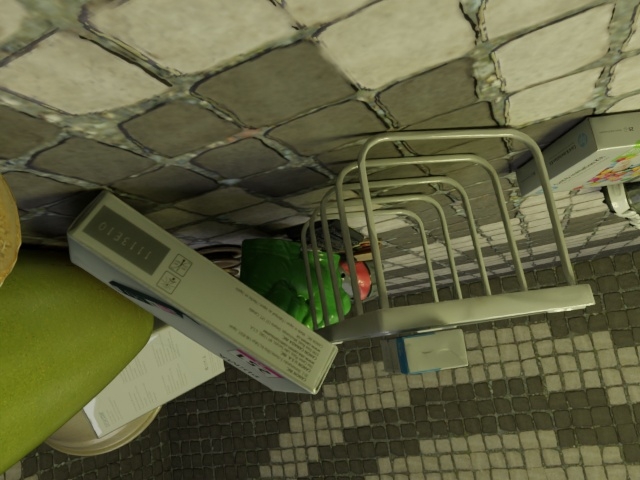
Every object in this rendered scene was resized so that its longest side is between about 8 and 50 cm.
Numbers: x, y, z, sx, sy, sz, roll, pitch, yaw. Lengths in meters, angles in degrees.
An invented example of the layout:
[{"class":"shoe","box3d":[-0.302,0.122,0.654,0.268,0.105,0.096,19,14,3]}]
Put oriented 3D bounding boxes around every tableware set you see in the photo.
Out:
[{"class":"tableware set","box3d":[-0.174,0.048,0.821,0.128,0.039,0.194,-7,168,-11]}]

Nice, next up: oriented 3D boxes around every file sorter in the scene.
[{"class":"file sorter","box3d":[0.096,0.014,0.529,0.193,0.173,0.277,-5,168,-14]}]

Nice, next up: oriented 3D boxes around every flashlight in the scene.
[{"class":"flashlight","box3d":[-0.012,0.092,0.935,0.304,0.103,0.103,-11,159,-37]}]

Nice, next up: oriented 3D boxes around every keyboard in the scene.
[{"class":"keyboard","box3d":[0.000,0.000,0.770,0.108,0.023,0.180,-12,167,16]}]

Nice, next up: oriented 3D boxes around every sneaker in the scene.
[{"class":"sneaker","box3d":[0.484,-0.066,0.689,0.106,0.078,0.234,-16,165,42]}]

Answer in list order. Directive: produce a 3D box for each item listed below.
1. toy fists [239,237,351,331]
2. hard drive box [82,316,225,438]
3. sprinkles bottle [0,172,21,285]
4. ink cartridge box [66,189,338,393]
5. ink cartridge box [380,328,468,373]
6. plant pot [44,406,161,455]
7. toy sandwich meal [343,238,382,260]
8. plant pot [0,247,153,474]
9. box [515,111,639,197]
[{"class":"toy fists","box3d":[-0.030,0.083,0.751,0.096,0.142,0.279,-3,172,22]},{"class":"hard drive box","box3d":[-0.290,0.191,0.808,0.232,0.089,0.181,-24,135,-28]},{"class":"sprinkles bottle","box3d":[-0.378,0.018,0.304,0.355,0.121,0.121,-12,168,12]},{"class":"ink cartridge box","box3d":[-0.148,0.079,0.555,0.275,0.060,0.239,36,153,-12]},{"class":"ink cartridge box","box3d":[0.079,0.091,0.395,0.048,0.028,0.083,-6,167,-10]},{"class":"plant pot","box3d":[-0.506,0.253,0.969,0.334,0.334,0.305,-9,158,-3]},{"class":"toy sandwich meal","box3d":[0.079,0.019,0.905,0.085,0.029,0.085,-9,169,-2]},{"class":"plant pot","box3d":[-0.353,0.118,0.563,0.275,0.275,0.293,-16,-179,32]},{"class":"box","box3d":[0.335,-0.096,0.526,0.186,0.038,0.145,-7,168,-7]}]
